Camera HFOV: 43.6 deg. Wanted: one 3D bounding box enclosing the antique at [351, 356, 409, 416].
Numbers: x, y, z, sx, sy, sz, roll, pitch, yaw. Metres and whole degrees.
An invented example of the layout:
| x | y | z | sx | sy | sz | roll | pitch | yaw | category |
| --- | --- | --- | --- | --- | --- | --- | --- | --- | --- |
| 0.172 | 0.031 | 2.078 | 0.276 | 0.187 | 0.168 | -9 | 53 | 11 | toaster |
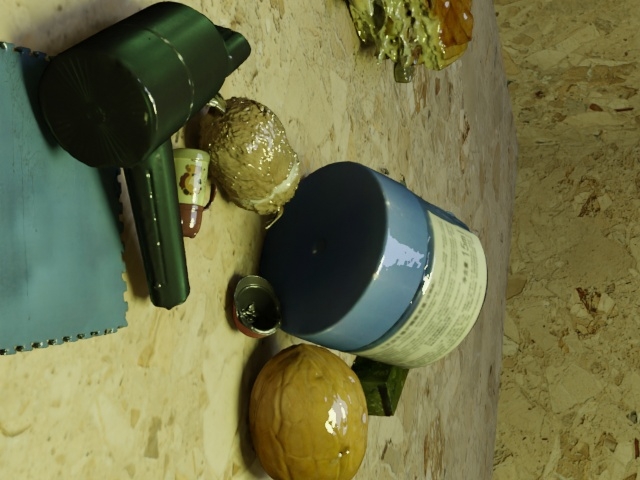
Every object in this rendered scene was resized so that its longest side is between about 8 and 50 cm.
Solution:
| x | y | z | sx | sy | sz | roll | pitch | yaw | category |
| --- | --- | --- | --- | --- | --- | --- | --- | --- | --- |
| 0.122 | 0.239 | 1.536 | 0.221 | 0.081 | 0.080 | -54 | 138 | -57 | antique |

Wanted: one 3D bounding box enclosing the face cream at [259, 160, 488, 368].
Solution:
| x | y | z | sx | sy | sz | roll | pitch | yaw | category |
| --- | --- | --- | --- | --- | --- | --- | --- | --- | --- |
| 0.075 | 0.042 | 1.116 | 0.225 | 0.249 | 0.248 | 26 | 62 | -38 | face cream |

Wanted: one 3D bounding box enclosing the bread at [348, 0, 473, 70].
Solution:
| x | y | z | sx | sy | sz | roll | pitch | yaw | category |
| --- | --- | --- | --- | --- | --- | --- | --- | --- | --- |
| 0.153 | -0.485 | 1.546 | 0.370 | 0.192 | 0.314 | -27 | 120 | -53 | bread |

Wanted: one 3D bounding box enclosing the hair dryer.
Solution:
| x | y | z | sx | sy | sz | roll | pitch | yaw | category |
| --- | --- | --- | --- | --- | --- | --- | --- | --- | --- |
| -0.155 | -0.084 | 0.826 | 0.244 | 0.116 | 0.302 | -57 | 151 | -56 | hair dryer |

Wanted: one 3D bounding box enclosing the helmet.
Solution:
| x | y | z | sx | sy | sz | roll | pitch | yaw | category |
| --- | --- | --- | --- | --- | --- | --- | --- | --- | --- |
| -0.089 | 0.092 | 1.052 | 0.065 | 0.049 | 0.083 | -4 | 66 | -29 | helmet |

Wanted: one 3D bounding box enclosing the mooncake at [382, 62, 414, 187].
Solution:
| x | y | z | sx | sy | sz | roll | pitch | yaw | category |
| --- | --- | --- | --- | --- | --- | --- | --- | --- | --- |
| 0.169 | -0.258 | 1.757 | 0.150 | 0.057 | 0.346 | 20 | 63 | -54 | mooncake |

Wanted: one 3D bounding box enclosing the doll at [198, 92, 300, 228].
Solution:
| x | y | z | sx | sy | sz | roll | pitch | yaw | category |
| --- | --- | --- | --- | --- | --- | --- | --- | --- | --- |
| -0.092 | -0.117 | 0.975 | 0.221 | 0.105 | 0.114 | 64 | 5 | -46 | doll |

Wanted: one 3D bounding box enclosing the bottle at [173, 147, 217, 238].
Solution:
| x | y | z | sx | sy | sz | roll | pitch | yaw | category |
| --- | --- | --- | --- | --- | --- | --- | --- | --- | --- |
| -0.150 | -0.052 | 0.911 | 0.047 | 0.063 | 0.101 | 154 | -61 | -81 | bottle |

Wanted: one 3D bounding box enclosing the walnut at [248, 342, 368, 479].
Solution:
| x | y | z | sx | sy | sz | roll | pitch | yaw | category |
| --- | --- | --- | --- | --- | --- | --- | --- | --- | --- |
| -0.017 | 0.240 | 1.081 | 0.167 | 0.168 | 0.207 | -19 | 103 | -68 | walnut |

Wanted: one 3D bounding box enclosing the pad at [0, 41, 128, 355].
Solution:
| x | y | z | sx | sy | sz | roll | pitch | yaw | category |
| --- | --- | --- | --- | --- | --- | --- | --- | --- | --- |
| -0.251 | -0.037 | 0.698 | 0.269 | 0.012 | 0.269 | 2 | 86 | -69 | pad |
